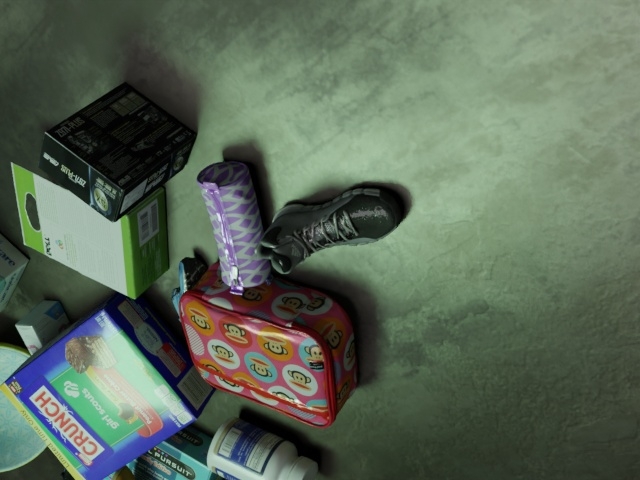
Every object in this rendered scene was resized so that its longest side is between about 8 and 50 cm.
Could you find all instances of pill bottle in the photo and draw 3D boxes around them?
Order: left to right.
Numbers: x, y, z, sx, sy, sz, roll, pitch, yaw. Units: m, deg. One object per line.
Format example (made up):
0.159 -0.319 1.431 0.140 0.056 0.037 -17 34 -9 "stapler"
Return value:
-0.105 0.413 1.691 0.186 0.112 0.112 21 132 21 "pill bottle"

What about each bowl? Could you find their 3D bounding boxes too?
-0.711 0.344 2.002 0.289 0.289 0.156 58 176 -16 "bowl"

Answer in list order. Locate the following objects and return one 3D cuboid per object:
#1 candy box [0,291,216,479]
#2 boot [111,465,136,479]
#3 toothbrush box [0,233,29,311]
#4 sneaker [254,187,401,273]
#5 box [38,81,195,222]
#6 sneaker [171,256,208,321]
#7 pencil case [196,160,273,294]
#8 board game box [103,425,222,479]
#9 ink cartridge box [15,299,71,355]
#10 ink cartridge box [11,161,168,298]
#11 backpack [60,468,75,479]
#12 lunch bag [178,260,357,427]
-0.404 0.280 1.722 0.317 0.122 0.268 -35 98 26 "candy box"
-0.314 0.589 1.826 0.211 0.104 0.295 11 120 18 "boot"
-0.738 0.128 1.781 0.126 0.295 0.216 43 136 1 "toothbrush box"
0.000 0.000 1.293 0.228 0.132 0.086 -11 115 39 "sneaker"
-0.303 -0.134 1.366 0.147 0.180 0.077 36 135 6 "box"
-0.233 0.095 1.576 0.073 0.063 0.162 21 131 25 "sneaker"
-0.134 -0.020 1.403 0.086 0.088 0.206 6 124 28 "pencil case"
-0.344 0.516 1.908 0.253 0.079 0.336 26 120 16 "board game box"
-0.548 0.196 1.848 0.052 0.088 0.123 0 122 31 "ink cartridge box"
-0.394 -0.039 1.563 0.255 0.097 0.189 23 133 21 "ink cartridge box"
-0.522 0.537 2.088 0.114 0.084 0.105 42 136 8 "backpack"
-0.083 0.184 1.508 0.293 0.120 0.258 16 134 26 "lunch bag"
